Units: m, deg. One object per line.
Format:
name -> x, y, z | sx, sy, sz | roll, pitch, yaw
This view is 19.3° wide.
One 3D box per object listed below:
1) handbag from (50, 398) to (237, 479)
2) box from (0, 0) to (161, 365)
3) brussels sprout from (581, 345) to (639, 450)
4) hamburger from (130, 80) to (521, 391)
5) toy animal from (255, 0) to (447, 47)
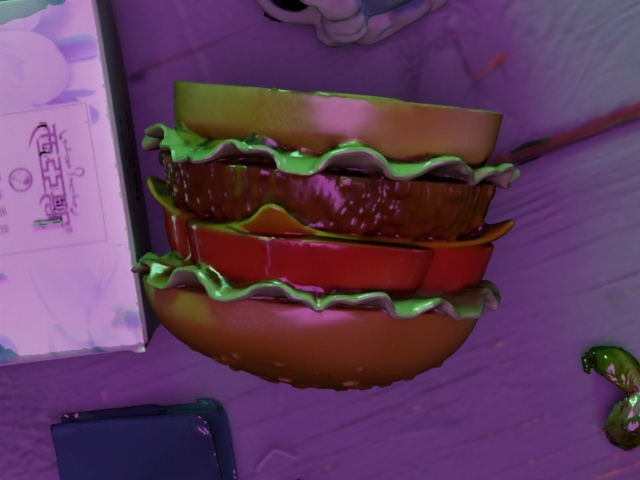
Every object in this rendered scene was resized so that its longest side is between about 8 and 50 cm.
handbag -> -0.133, 0.242, 1.502 | 0.144, 0.057, 0.221 | -8, 98, 11
box -> -0.243, -0.045, 1.435 | 0.203, 0.116, 0.274 | -7, 97, 3
brussels sprout -> 0.238, 0.120, 1.471 | 0.051, 0.046, 0.083 | -19, 95, -2
hamburger -> 0.000, 0.000, 1.352 | 0.274, 0.274, 0.212 | 6, 93, 2
toy animal -> 0.019, -0.254, 1.381 | 0.204, 0.156, 0.208 | -26, 92, 2
